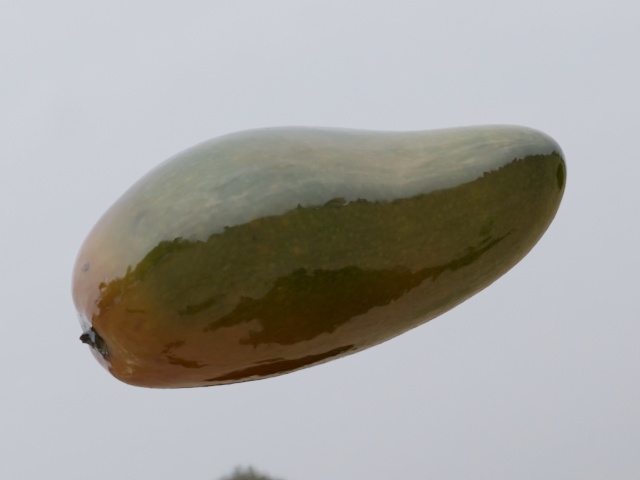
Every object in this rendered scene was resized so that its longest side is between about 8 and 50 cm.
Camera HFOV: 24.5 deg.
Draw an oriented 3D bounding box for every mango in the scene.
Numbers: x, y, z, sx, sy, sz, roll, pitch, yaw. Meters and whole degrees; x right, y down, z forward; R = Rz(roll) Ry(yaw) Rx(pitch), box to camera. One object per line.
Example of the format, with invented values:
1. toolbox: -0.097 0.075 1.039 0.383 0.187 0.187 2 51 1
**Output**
1. mango: -0.002 0.005 0.847 0.289 0.129 0.146 -6 -61 -18
